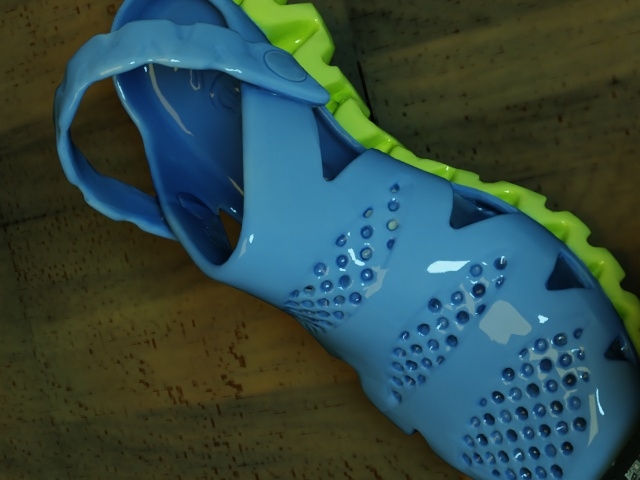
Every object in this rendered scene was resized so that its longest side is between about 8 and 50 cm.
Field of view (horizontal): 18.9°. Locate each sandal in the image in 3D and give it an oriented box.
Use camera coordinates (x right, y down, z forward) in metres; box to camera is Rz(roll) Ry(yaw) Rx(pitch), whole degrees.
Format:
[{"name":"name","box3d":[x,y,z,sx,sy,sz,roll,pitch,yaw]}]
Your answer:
[{"name":"sandal","box3d":[0.000,0.000,0.809,0.317,0.138,0.126,40,119,21]}]

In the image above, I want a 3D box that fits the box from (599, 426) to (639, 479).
[{"name":"box","box3d":[0.193,0.130,0.706,0.180,0.077,0.147,50,134,26]}]
